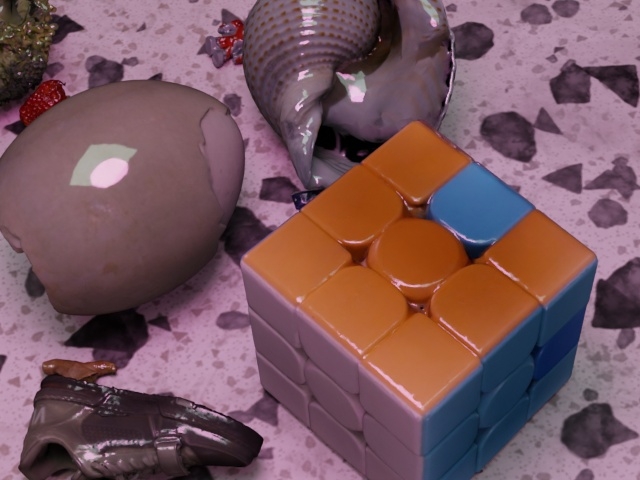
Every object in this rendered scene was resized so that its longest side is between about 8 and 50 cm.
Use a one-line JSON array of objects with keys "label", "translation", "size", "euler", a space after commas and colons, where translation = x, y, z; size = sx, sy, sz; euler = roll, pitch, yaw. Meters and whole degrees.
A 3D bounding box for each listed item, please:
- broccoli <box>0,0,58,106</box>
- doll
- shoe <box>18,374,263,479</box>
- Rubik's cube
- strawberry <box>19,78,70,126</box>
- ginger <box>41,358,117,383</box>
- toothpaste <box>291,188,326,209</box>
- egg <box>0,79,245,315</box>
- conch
[{"label": "broccoli", "translation": [-0.519, -0.325, 1.919], "size": [0.288, 0.235, 0.259], "euler": [8, 90, -1]}, {"label": "doll", "translation": [-0.089, -0.319, 1.974], "size": [0.180, 0.079, 0.094], "euler": [-26, 72, 1]}, {"label": "shoe", "translation": [-0.223, 0.261, 1.563], "size": [0.293, 0.109, 0.149], "euler": [11, 61, 15]}, {"label": "Rubik's cube", "translation": [0.113, 0.095, 1.539], "size": [0.292, 0.290, 0.291], "euler": [-39, 61, -22]}, {"label": "strawberry", "translation": [-0.397, -0.191, 1.908], "size": [0.083, 0.073, 0.073], "euler": [-29, 58, -4]}, {"label": "ginger", "translation": [-0.308, 0.172, 1.672], "size": [0.097, 0.030, 0.048], "euler": [2, 28, 2]}, {"label": "toothpaste", "translation": [0.002, -0.063, 1.820], "size": [0.083, 0.019, 0.027], "euler": [-13, 72, 0]}, {"label": "egg", "translation": [-0.245, -0.065, 1.681], "size": [0.336, 0.278, 0.278], "euler": [-31, 59, -14]}, {"label": "conch", "translation": [0.043, -0.220, 1.815], "size": [0.303, 0.215, 0.319], "euler": [1, 87, 11]}]
